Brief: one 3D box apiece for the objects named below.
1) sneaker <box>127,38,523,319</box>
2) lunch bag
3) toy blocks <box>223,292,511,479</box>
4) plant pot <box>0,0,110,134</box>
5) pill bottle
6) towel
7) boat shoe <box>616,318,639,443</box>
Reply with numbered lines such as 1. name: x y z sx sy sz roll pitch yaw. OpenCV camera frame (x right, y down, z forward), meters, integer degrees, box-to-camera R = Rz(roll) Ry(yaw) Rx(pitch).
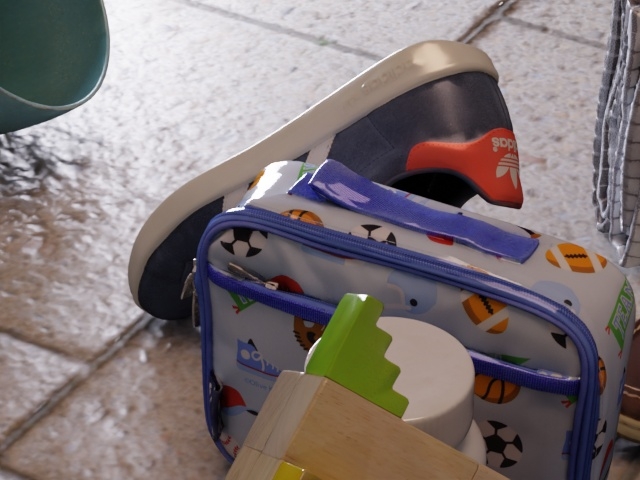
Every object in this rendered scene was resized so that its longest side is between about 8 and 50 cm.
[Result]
1. sneaker: 0.000 0.000 1.429 0.131 0.350 0.148 4 58 -51
2. lunch bag: 0.052 0.076 1.307 0.303 0.243 0.115 17 38 21
3. toy blocks: 0.034 0.258 1.041 0.261 0.381 0.191 30 -8 -12
4. plant pot: -0.353 -0.203 1.722 0.195 0.290 0.290 -28 25 26
5. pill bottle: 0.040 0.163 1.199 0.121 0.221 0.121 0 35 0
6. towel: 0.344 -0.125 1.564 0.235 0.284 0.121 -4 34 -8
7. boat shoe: 0.328 0.037 1.468 0.342 0.123 0.123 -23 41 -30
